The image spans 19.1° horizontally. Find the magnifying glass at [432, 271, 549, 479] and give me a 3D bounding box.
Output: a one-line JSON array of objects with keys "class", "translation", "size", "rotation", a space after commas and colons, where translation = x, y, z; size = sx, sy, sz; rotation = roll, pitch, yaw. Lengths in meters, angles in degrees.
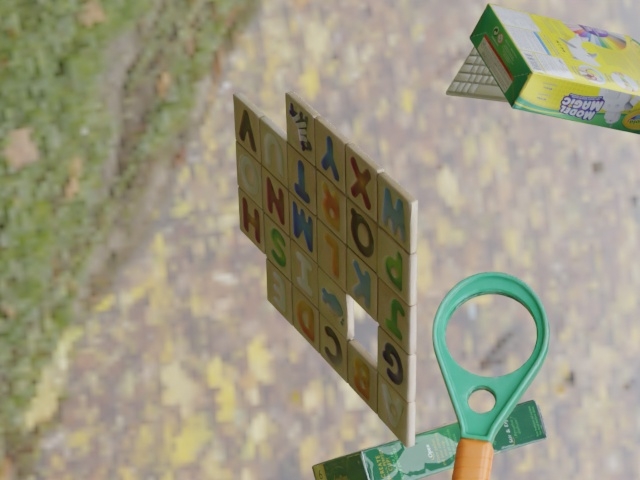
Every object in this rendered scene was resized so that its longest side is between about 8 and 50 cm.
[{"class": "magnifying glass", "translation": [0.123, 0.133, 1.474], "size": [0.026, 0.092, 0.231], "rotation": [74, 25, -68]}]

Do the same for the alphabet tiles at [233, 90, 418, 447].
[{"class": "alphabet tiles", "translation": [0.000, 0.000, 1.298], "size": [0.009, 0.237, 0.198], "rotation": [-19, 128, -24]}]

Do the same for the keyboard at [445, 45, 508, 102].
[{"class": "keyboard", "translation": [0.213, -0.166, 1.909], "size": [0.014, 0.256, 0.072], "rotation": [43, 76, -27]}]

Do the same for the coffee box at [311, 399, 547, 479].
[{"class": "coffee box", "translation": [0.096, 0.189, 1.699], "size": [0.184, 0.113, 0.040], "rotation": [-13, 84, -28]}]

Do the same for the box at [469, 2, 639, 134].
[{"class": "box", "translation": [0.224, -0.143, 1.622], "size": [0.179, 0.043, 0.105], "rotation": [7, 38, -28]}]
